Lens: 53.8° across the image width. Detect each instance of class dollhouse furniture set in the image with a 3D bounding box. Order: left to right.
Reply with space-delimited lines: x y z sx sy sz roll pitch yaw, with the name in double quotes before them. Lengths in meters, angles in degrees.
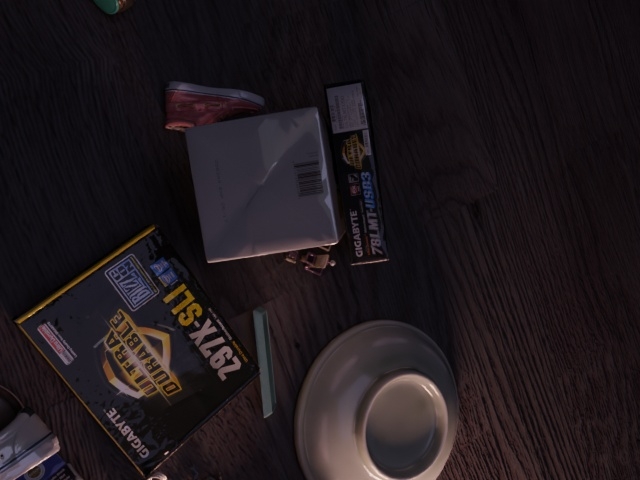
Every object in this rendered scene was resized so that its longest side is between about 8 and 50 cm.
"dollhouse furniture set" 0.000 0.000 1.195 0.091 0.081 0.114 26 76 -27

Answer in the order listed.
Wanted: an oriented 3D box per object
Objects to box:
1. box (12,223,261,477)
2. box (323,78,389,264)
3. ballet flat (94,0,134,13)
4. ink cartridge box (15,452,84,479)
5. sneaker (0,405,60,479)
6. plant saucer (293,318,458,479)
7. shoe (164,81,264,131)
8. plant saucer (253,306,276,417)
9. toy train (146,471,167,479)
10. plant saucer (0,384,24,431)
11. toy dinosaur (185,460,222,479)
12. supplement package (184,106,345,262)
"box" -0.287 0.174 1.030 0.257 0.079 0.322 -40 107 -27
"box" 0.072 -0.114 1.133 0.074 0.295 0.293 -6 93 7
"ballet flat" -0.398 -0.487 0.990 0.280 0.095 0.096 47 57 -31
"ink cartridge box" -0.428 0.458 0.940 0.223 0.045 0.224 -42 115 -24
"sneaker" -0.501 0.329 0.873 0.258 0.094 0.091 -31 85 -31
"plant saucer" 0.144 0.360 1.255 0.401 0.101 0.400 1 88 -30
"shoe" -0.187 -0.225 1.112 0.178 0.063 0.081 3 88 -24
"plant saucer" -0.100 0.217 1.141 0.018 0.067 0.191 -7 91 4
"toy train" -0.239 0.434 1.044 0.125 0.046 0.166 -40 114 11
"plant saucer" -0.519 0.286 0.921 0.169 0.029 0.168 2 86 -29
"toy dinosaur" -0.209 0.427 1.087 0.082 0.047 0.090 -15 109 -9
"supplement package" -0.073 -0.087 1.018 0.198 0.263 0.199 -8 93 5
